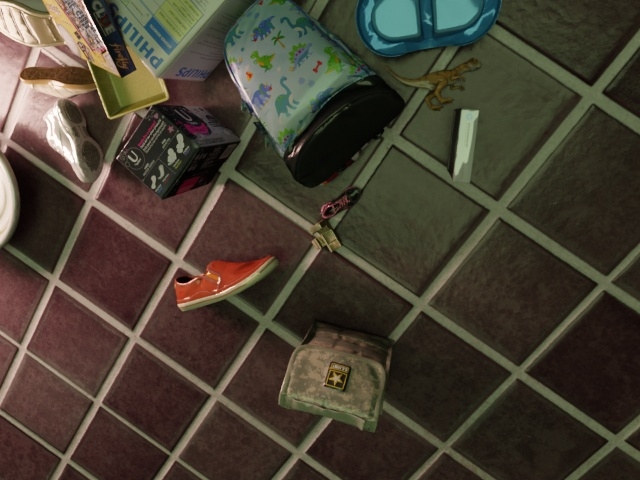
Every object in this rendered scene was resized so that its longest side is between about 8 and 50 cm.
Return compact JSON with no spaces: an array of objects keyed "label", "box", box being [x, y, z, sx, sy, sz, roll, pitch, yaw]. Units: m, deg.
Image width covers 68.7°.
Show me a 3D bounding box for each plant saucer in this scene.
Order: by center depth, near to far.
[{"label":"plant saucer","box":[-0.487,-0.428,1.203,0.189,0.045,0.188,-13,101,16]},{"label":"plant saucer","box":[-1.024,-0.152,1.372,0.401,0.100,0.399,3,105,12]}]

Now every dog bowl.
[{"label":"dog bowl","box":[0.228,-0.491,1.009,0.298,0.074,0.165,-4,104,14]}]

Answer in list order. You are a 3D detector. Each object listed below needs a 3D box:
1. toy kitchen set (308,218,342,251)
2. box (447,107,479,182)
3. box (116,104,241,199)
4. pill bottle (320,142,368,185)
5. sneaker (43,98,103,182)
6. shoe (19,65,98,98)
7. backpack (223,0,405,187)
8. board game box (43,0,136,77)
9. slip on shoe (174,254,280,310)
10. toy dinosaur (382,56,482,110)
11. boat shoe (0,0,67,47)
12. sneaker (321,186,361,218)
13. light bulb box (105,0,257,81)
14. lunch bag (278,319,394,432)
[{"label":"toy kitchen set","box":[0.000,0.000,1.195,0.068,0.075,0.083,-32,92,20]},{"label":"box","box":[0.304,-0.210,1.010,0.038,0.186,0.145,6,106,11]},{"label":"box","box":[-0.326,-0.220,1.116,0.142,0.247,0.163,42,109,-2]},{"label":"pill bottle","box":[0.036,-0.207,1.124,0.152,0.086,0.086,-38,94,19]},{"label":"sneaker","box":[-0.680,-0.259,1.281,0.116,0.090,0.231,-20,91,24]},{"label":"shoe","box":[-0.684,-0.420,1.248,0.219,0.076,0.058,9,148,9]},{"label":"backpack","box":[-0.046,-0.346,1.015,0.290,0.273,0.355,-38,58,20]},{"label":"board game box","box":[-0.514,-0.467,1.023,0.243,0.042,0.165,31,151,32]},{"label":"slip on shoe","box":[-0.262,0.099,1.265,0.332,0.123,0.101,-20,96,22]},{"label":"toy dinosaur","box":[0.253,-0.355,1.058,0.212,0.064,0.112,-9,85,6]},{"label":"boat shoe","box":[-0.678,-0.557,1.180,0.303,0.103,0.113,12,141,5]},{"label":"sneaker","box":[0.050,-0.090,1.169,0.119,0.057,0.047,-35,93,18]},{"label":"light bulb box","box":[-0.305,-0.605,1.018,0.361,0.225,0.357,-39,94,20]},{"label":"lunch bag","box":[0.048,0.338,1.167,0.236,0.287,0.168,12,108,10]}]
